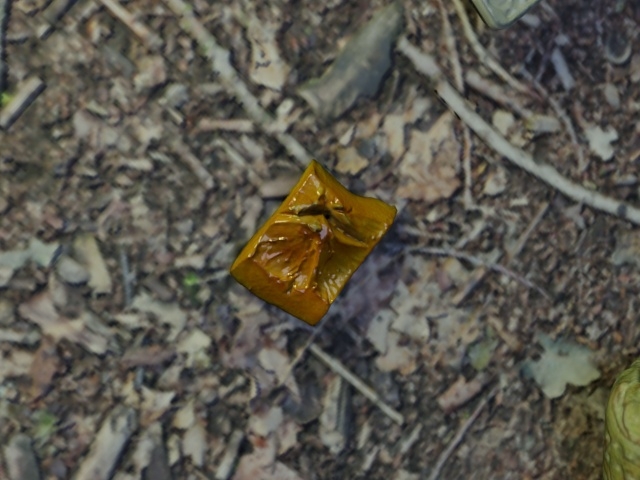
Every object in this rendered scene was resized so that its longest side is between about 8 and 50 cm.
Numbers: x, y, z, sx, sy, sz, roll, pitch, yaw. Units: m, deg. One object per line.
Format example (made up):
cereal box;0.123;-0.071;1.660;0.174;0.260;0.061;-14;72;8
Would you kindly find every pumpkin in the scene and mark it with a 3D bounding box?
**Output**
pumpkin;0.000;0.002;0.641;0.073;0.035;0.101;37;83;-23

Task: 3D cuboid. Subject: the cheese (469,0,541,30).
cheese;0.188;-0.223;0.666;0.235;0.050;0.127;-38;109;-12

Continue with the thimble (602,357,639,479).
thimble;0.286;0.158;0.713;0.191;0.137;0.143;-9;102;-30
